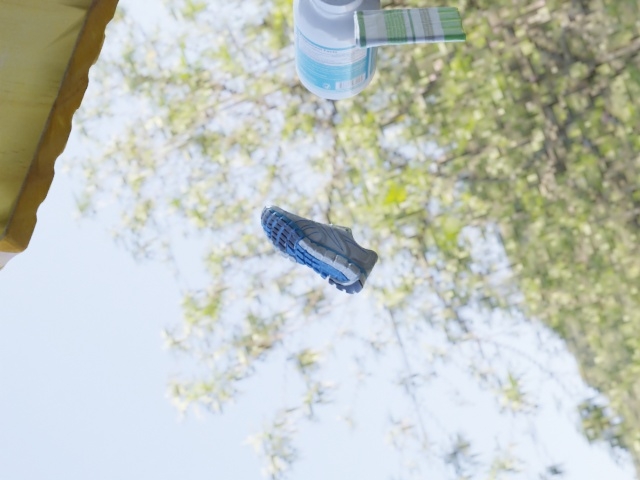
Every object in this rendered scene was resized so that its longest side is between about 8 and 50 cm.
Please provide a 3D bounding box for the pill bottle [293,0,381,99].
[{"bbox_3d":[0.027,-0.359,2.123,0.264,0.146,0.146,91,170,-67],"label":"pill bottle"}]

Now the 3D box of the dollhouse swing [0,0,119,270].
[{"bbox_3d":[-0.300,-0.075,1.058,0.315,0.305,0.347,69,-145,-67],"label":"dollhouse swing"}]

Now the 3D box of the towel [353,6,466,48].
[{"bbox_3d":[0.123,-0.296,1.770,0.113,0.152,0.023,-89,-3,-58],"label":"towel"}]

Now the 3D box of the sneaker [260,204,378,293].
[{"bbox_3d":[0.000,0.000,1.848,0.190,0.071,0.083,34,-127,10],"label":"sneaker"}]
